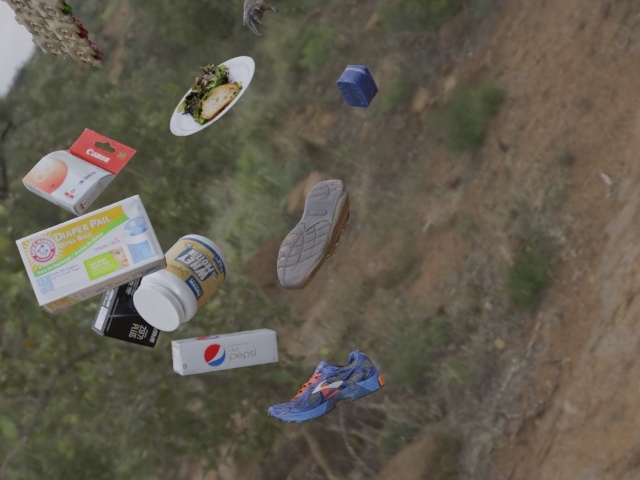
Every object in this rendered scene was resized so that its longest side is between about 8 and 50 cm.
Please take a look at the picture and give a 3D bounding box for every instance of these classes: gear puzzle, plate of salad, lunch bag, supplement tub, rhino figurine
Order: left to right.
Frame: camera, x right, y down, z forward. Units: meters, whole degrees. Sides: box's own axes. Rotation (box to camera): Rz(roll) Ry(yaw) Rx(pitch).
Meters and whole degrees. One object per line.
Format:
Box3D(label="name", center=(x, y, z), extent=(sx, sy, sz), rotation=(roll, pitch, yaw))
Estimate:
Box3D(label="gear puzzle", center=(-0.578, -0.487, 1.972), extent=(0.339, 0.175, 0.044), rotation=(66, -136, -63))
Box3D(label="supplement tub", center=(-0.314, 0.096, 2.133), extent=(0.144, 0.144, 0.199), rotation=(-42, 7, 47))
Box3D(label="plate of salad", center=(-0.204, -0.271, 1.723), extent=(0.200, 0.048, 0.200), rotation=(-29, 36, 23))
Box3D(label="rhino figurine", center=(-0.131, -0.508, 1.792), extent=(0.106, 0.073, 0.243), rotation=(-9, 88, 43))
Box3D(label="lunch bag", center=(0.091, -0.359, 2.198), extent=(0.067, 0.098, 0.065), rotation=(14, 60, 36))

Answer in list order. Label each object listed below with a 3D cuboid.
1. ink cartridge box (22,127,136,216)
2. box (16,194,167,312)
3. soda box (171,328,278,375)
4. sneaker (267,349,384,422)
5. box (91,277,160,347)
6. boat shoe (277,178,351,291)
Box3D(label="ink cartridge box", center=(-0.473, -0.146, 1.857), extent=(0.179, 0.145, 0.045), rotation=(-55, -28, -20))
Box3D(label="box", center=(-0.359, 0.023, 1.491), extent=(0.203, 0.114, 0.103), rotation=(-23, -7, -11))
Box3D(label="soda box", center=(-0.204, 0.236, 2.013), extent=(0.074, 0.216, 0.069), rotation=(180, 84, -68))
Box3D(label="sneaker", center=(0.002, 0.264, 1.694), extent=(0.221, 0.087, 0.083), rotation=(-21, -3, -21))
Box3D(label="box", center=(-0.461, 0.159, 2.337), extent=(0.077, 0.147, 0.180), rotation=(16, 86, 54))
Box3D(label="boat shoe", center=(0.000, 0.000, 2.259), extent=(0.123, 0.116, 0.324), rotation=(5, 51, 32))
